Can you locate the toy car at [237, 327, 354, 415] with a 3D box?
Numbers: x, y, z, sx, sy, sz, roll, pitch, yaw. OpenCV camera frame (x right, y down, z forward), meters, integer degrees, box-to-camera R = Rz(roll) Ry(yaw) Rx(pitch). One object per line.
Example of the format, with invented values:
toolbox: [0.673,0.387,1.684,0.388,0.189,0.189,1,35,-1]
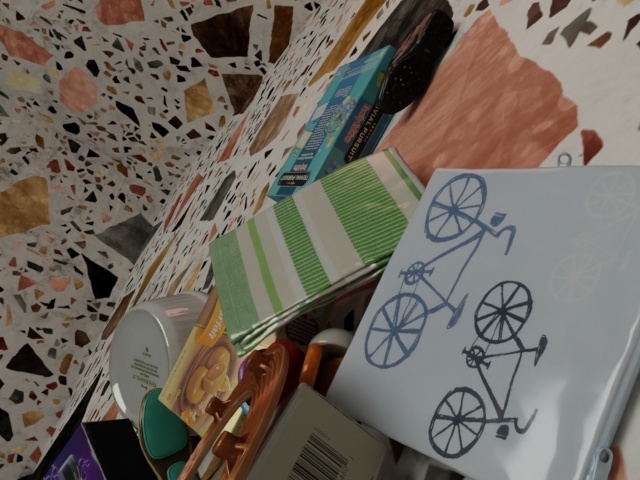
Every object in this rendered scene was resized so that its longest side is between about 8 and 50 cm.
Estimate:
toy car: [-0.038,0.187,0.789,0.182,0.136,0.159,-36,31,47]

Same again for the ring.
ring: [-0.132,0.244,0.607,0.336,0.032,0.336,-56,6,9]

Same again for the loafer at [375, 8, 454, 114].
loafer: [0.165,-0.317,1.125,0.223,0.076,0.078,-58,14,-12]

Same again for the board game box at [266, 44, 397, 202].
board game box: [0.035,-0.214,1.268,0.336,0.079,0.254,-61,20,-5]

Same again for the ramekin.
ramekin: [-0.280,0.226,1.138,0.273,0.127,0.273,-5,82,43]

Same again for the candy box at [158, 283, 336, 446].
candy box: [-0.105,0.146,0.953,0.183,0.087,0.316,21,82,43]

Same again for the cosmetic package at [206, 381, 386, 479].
cosmetic package: [-0.076,0.299,0.642,0.309,0.113,0.160,-51,1,39]

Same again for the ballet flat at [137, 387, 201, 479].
ballet flat: [-0.239,0.352,0.985,0.232,0.080,0.073,65,147,22]

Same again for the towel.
towel: [0.000,0.000,0.867,0.325,0.038,0.248,-30,38,5]

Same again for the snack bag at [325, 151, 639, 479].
snack bag: [0.168,0.060,0.598,0.342,0.037,0.323,7,67,58]

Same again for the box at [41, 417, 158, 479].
box: [-0.347,0.455,1.013,0.261,0.103,0.184,48,112,34]
